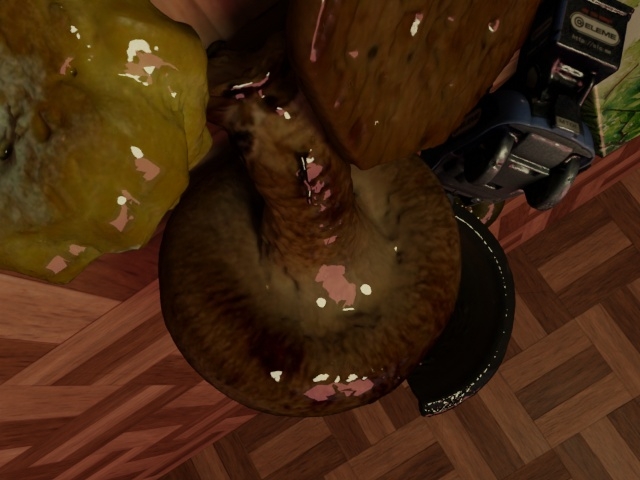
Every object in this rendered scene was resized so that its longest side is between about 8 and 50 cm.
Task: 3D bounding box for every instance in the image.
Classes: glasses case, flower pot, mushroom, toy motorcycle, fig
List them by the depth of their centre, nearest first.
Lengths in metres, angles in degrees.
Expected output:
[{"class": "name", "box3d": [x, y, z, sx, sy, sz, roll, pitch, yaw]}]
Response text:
[{"class": "mushroom", "box3d": [0.013, -0.005, 0.648, 0.331, 0.334, 0.356, -26, 167, -39]}, {"class": "glasses case", "box3d": [0.334, -0.232, 0.730, 0.095, 0.062, 0.272, -31, 130, -3]}, {"class": "toy motorcycle", "box3d": [0.209, -0.129, 0.748, 0.125, 0.213, 0.358, 19, 166, -11]}, {"class": "flower pot", "box3d": [0.132, 0.099, 1.127, 0.379, 0.379, 0.251, -30, -179, -6]}, {"class": "fig", "box3d": [0.265, -0.090, 1.169, 0.126, 0.185, 0.133, 19, 112, -19]}]

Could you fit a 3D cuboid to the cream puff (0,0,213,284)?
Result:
[{"class": "cream puff", "box3d": [-0.157, -0.070, 0.400, 0.221, 0.195, 0.194, -31, 163, 20]}]

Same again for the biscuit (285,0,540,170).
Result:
[{"class": "biscuit", "box3d": [0.103, -0.217, 0.467, 0.359, 0.046, 0.359, -39, 150, -28]}]
